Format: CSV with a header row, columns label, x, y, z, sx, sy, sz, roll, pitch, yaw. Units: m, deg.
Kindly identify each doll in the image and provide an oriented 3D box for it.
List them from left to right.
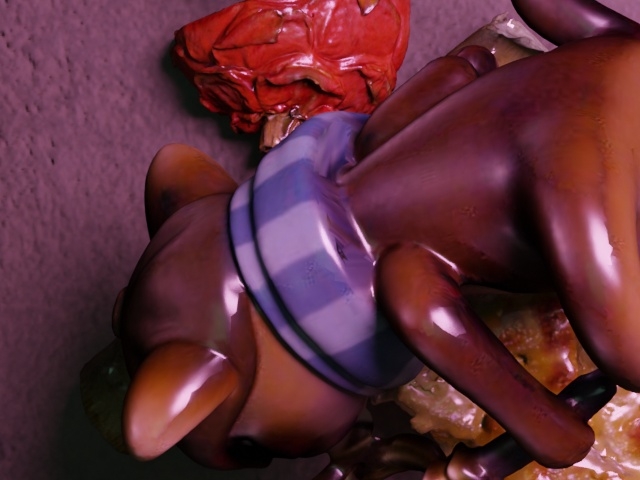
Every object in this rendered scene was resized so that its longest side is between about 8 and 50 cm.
label,x,y,z,sx,sy,sz,roll,pitch,yaw
doll,0.055,0.028,1.042,0.340,0.209,0.318,-24,54,15

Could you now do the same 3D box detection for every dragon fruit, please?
label,x,y,z,sx,sy,sz,roll,pitch,yaw
dragon fruit,-0.015,-0.106,1.173,0.162,0.083,0.106,-17,91,8

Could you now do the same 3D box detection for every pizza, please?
label,x,y,z,sx,sy,sz,roll,pitch,yaw
pizza,0.152,0.106,1.146,0.223,0.089,0.323,-27,86,7

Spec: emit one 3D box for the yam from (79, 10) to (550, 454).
label,x,y,z,sx,sy,sz,roll,pitch,yaw
yam,0.000,0.000,1.174,0.371,0.083,0.083,-41,84,9
